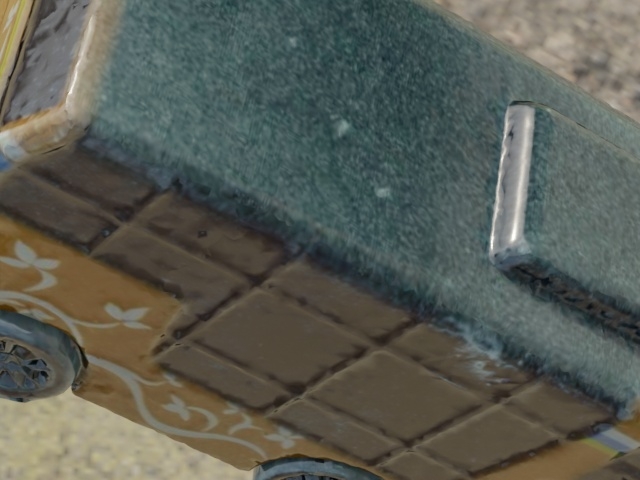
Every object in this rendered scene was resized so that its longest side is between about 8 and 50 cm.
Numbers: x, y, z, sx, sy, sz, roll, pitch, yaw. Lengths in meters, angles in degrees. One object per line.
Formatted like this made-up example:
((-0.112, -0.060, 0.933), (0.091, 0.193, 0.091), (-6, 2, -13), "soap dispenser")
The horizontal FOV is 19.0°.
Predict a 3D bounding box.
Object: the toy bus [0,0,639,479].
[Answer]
((0.000, 0.000, 0.763), (0.194, 0.323, 0.162), (-36, 35, 47), "toy bus")
